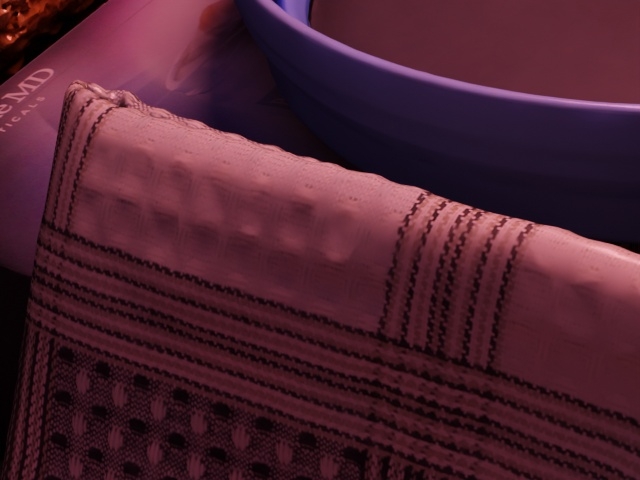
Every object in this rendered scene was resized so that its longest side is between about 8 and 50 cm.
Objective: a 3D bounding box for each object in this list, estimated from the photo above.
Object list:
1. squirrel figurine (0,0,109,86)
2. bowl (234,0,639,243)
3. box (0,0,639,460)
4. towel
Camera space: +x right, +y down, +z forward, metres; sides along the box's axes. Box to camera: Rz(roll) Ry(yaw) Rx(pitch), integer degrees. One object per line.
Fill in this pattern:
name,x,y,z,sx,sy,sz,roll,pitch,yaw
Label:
squirrel figurine,-0.184,-0.204,0.878,0.370,0.281,0.397,-19,50,16
bowl,0.153,-0.140,0.668,0.391,0.077,0.391,-6,40,5
box,0.000,0.000,0.740,0.294,0.183,0.296,20,49,30
towel,0.010,0.131,0.520,0.324,0.312,0.056,19,15,28
